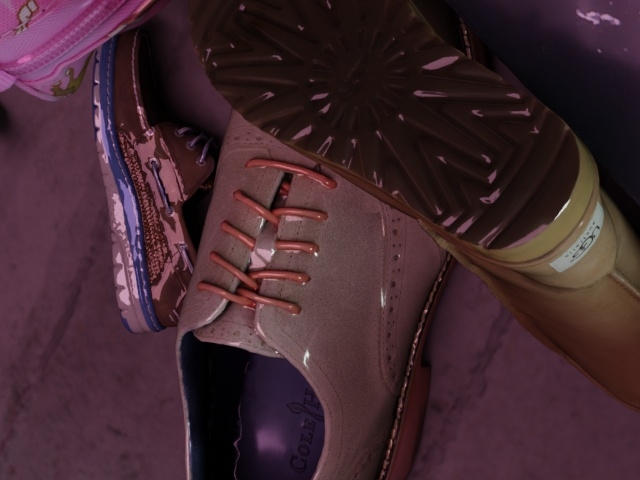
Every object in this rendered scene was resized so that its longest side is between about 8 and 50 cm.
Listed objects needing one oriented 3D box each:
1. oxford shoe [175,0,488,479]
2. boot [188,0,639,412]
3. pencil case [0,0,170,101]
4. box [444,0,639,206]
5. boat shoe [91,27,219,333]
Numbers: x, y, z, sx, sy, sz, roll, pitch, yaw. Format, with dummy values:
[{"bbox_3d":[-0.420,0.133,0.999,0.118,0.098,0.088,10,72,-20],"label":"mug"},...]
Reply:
[{"bbox_3d":[0.000,0.000,0.891,0.140,0.146,0.397,10,109,24],"label":"oxford shoe"},{"bbox_3d":[0.073,-0.021,0.797,0.089,0.269,0.236,-47,59,4],"label":"boot"},{"bbox_3d":[-0.041,-0.225,0.793,0.386,0.167,0.160,-33,104,15],"label":"pencil case"},{"bbox_3d":[0.261,-0.151,0.704,0.312,0.179,0.343,48,118,8],"label":"box"},{"bbox_3d":[-0.091,-0.039,0.979,0.066,0.066,0.183,-6,97,7],"label":"boat shoe"}]
